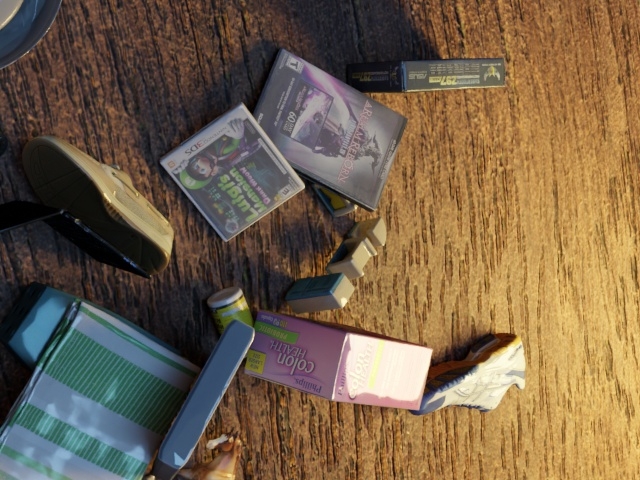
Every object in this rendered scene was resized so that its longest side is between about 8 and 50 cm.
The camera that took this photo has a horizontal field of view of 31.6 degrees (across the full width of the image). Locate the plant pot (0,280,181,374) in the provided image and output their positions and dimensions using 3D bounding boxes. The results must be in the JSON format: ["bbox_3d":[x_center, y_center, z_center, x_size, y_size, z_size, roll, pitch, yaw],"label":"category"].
[{"bbox_3d":[-0.383,0.175,1.795,0.234,0.165,0.165,38,76,-24],"label":"plant pot"}]

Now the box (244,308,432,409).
[{"bbox_3d":[0.033,0.209,1.980,0.243,0.214,0.117,14,88,-47],"label":"box"}]

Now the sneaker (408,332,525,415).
[{"bbox_3d":[0.299,0.296,2.240,0.296,0.112,0.131,-23,107,-26],"label":"sneaker"}]

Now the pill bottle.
[{"bbox_3d":[-0.150,0.145,1.981,0.065,0.065,0.116,-29,109,-25],"label":"pill bottle"}]

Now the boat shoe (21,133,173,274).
[{"bbox_3d":[-0.353,-0.071,1.826,0.302,0.109,0.098,44,34,-26],"label":"boat shoe"}]

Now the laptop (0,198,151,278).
[{"bbox_3d":[-0.429,0.018,1.702,0.264,0.234,0.136,40,76,-28],"label":"laptop"}]

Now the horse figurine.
[{"bbox_3d":[-0.197,0.475,1.990,0.174,0.066,0.263,-20,103,-22],"label":"horse figurine"}]

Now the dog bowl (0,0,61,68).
[{"bbox_3d":[-0.558,-0.409,1.656,0.349,0.102,0.348,-4,98,-30],"label":"dog bowl"}]

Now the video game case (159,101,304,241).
[{"bbox_3d":[-0.150,-0.115,1.933,0.173,0.022,0.190,-34,115,8],"label":"video game case"}]

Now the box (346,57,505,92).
[{"bbox_3d":[0.192,-0.302,2.068,0.233,0.183,0.059,-8,99,-31],"label":"box"}]

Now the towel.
[{"bbox_3d":[-0.349,0.282,1.700,0.248,0.038,0.324,34,78,-29],"label":"towel"}]

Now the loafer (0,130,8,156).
[{"bbox_3d":[-0.560,-0.195,1.691,0.080,0.078,0.220,-39,135,10],"label":"loafer"}]

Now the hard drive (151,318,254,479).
[{"bbox_3d":[-0.195,0.265,1.800,0.047,0.353,0.233,29,72,-2],"label":"hard drive"}]

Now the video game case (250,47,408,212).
[{"bbox_3d":[0.011,-0.195,2.009,0.274,0.026,0.196,27,69,-17],"label":"video game case"}]

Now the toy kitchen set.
[{"bbox_3d":[0.000,0.000,2.047,0.166,0.122,0.207,54,49,-23],"label":"toy kitchen set"}]
